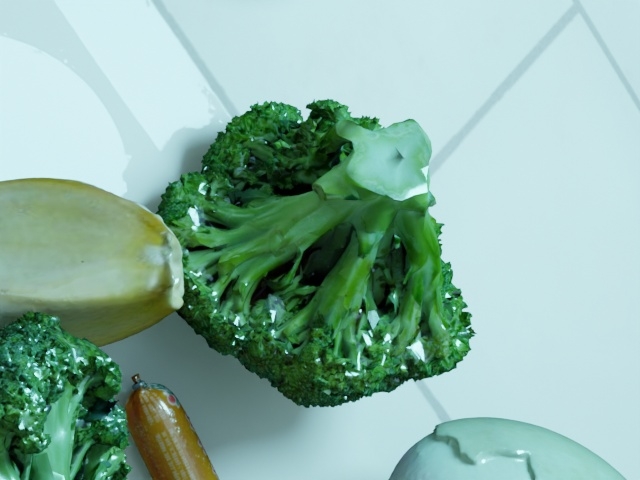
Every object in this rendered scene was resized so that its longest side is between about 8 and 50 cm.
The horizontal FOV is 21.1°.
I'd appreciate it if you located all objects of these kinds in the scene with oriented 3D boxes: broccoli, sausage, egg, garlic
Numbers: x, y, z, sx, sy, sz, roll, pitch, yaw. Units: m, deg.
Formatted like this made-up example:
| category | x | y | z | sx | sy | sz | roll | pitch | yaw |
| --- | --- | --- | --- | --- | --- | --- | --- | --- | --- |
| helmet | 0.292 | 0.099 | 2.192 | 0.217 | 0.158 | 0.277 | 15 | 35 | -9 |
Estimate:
| category | x | y | z | sx | sy | sz | roll | pitch | yaw |
| --- | --- | --- | --- | --- | --- | --- | --- | --- | --- |
| broccoli | 0.000 | 0.000 | 1.499 | 0.308 | 0.275 | 0.307 | 8 | 60 | -14 |
| sausage | -0.086 | 0.271 | 1.497 | 0.053 | 0.053 | 0.347 | -31 | 101 | -40 |
| egg | 0.179 | 0.313 | 1.564 | 0.336 | 0.278 | 0.278 | 54 | 52 | -12 |
| garlic | -0.232 | 0.023 | 1.359 | 0.245 | 0.164 | 0.145 | -2 | 92 | -31 |
| broccoli | -0.230 | 0.192 | 1.254 | 0.270 | 0.270 | 0.270 | -23 | 53 | -41 |
